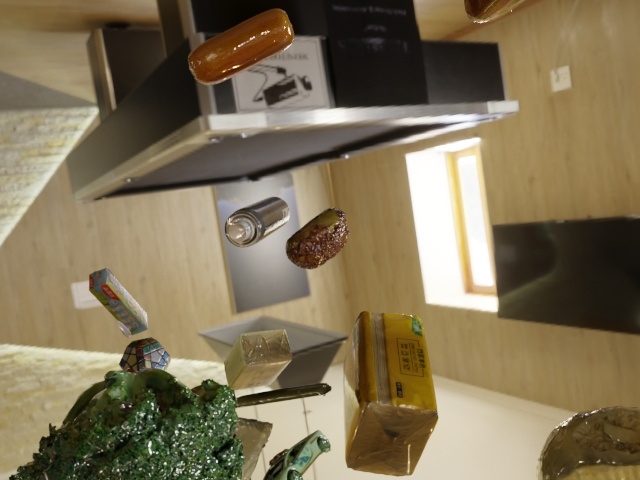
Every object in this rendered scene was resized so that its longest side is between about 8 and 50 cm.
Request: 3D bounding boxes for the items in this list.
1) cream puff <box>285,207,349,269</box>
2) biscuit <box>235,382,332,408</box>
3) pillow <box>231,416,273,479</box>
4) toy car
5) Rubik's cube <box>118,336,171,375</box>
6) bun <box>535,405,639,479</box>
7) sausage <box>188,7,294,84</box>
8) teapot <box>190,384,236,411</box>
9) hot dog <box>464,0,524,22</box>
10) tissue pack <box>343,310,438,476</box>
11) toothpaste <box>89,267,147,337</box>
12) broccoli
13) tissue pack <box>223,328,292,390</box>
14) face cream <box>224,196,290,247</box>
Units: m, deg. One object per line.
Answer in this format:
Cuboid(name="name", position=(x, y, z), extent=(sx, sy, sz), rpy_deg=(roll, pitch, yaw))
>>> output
Cuboid(name="cream puff", position=(0.000, 0.000, 1.140), extent=(0.149, 0.084, 0.149), rpy_deg=(-39, -171, 7))
Cuboid(name="biscuit", position=(-0.124, 0.464, 1.730), extent=(0.323, 0.038, 0.099), rpy_deg=(-13, 171, 19))
Cuboid(name="pillow", position=(-0.231, 0.621, 1.658), extent=(0.148, 0.229, 0.050), rpy_deg=(26, 168, -32))
Cuboid(name="toy car", position=(-0.048, 0.360, 0.921), extent=(0.093, 0.058, 0.186), rpy_deg=(-44, 171, 25))
Cuboid(name="Rubik's cube", position=(-0.377, 0.263, 1.250), extent=(0.111, 0.111, 0.093), rpy_deg=(-9, -142, -15))
Cuboid(name="bun", position=(0.646, 0.485, 1.236), extent=(0.365, 0.364, 0.202), rpy_deg=(-7, -148, 17))
Cuboid(name="sausage", position=(-0.192, -0.471, 1.418), extent=(0.275, 0.105, 0.105), rpy_deg=(-28, -175, -4))
Cuboid(name="teapot", position=(-0.250, 0.393, 1.240), extent=(0.131, 0.165, 0.119), rpy_deg=(8, 160, -27))
Cuboid(name="hot dog", position=(0.208, -0.302, 0.567), extent=(0.072, 0.109, 0.269), rpy_deg=(-27, -178, -15))
Cuboid(name="tissue pack", position=(0.191, 0.434, 1.690), extent=(0.229, 0.293, 0.381), rpy_deg=(11, -148, -4))
Cuboid(name="toothpaste", position=(-0.456, 0.150, 1.319), extent=(0.044, 0.193, 0.070), rpy_deg=(-21, -132, 1))
Cuboid(name="broccoli", position=(-0.248, 0.286, 0.765), extent=(0.295, 0.265, 0.245), rpy_deg=(-3, -143, -13))
Cuboid(name="tissue pack", position=(-0.208, 0.390, 1.887), extent=(0.159, 0.125, 0.234), rpy_deg=(-2, 148, -25))
Cuboid(name="face cream", position=(-0.124, -0.039, 1.156), extent=(0.073, 0.073, 0.283), rpy_deg=(-8, -172, 10))
